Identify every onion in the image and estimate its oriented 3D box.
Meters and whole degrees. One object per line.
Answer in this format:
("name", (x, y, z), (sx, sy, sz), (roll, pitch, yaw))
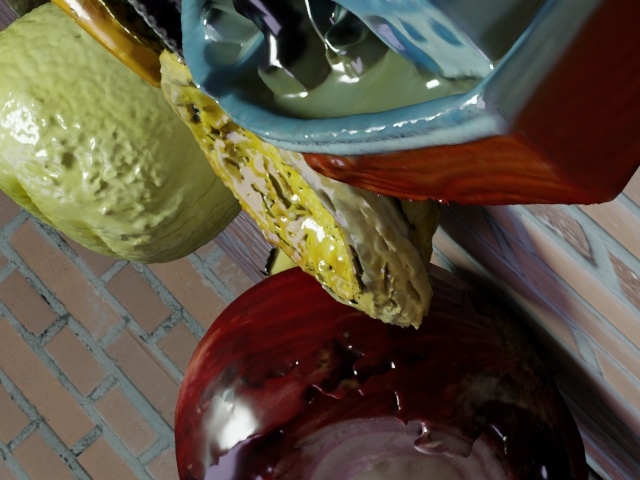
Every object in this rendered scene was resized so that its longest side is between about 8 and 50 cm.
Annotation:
("onion", (0.046, 0.158, 1.542), (0.341, 0.341, 0.341), (47, 174, 6))

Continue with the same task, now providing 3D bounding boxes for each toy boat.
("toy boat", (0.018, -0.101, 0.698), (0.133, 0.145, 0.332), (38, 173, -18))

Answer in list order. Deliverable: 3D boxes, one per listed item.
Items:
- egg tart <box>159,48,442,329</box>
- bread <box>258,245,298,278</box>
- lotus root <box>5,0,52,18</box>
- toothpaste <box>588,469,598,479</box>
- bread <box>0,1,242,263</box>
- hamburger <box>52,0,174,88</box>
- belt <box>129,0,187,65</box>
("egg tart", (0.002, -0.059, 1.358), (0.291, 0.107, 0.291), (49, 170, 12))
("bread", (0.000, 0.000, 1.788), (0.152, 0.127, 0.147), (64, -176, 32))
("lotus root", (-0.323, -0.315, 2.082), (0.183, 0.078, 0.203), (52, -171, -10))
("toothpaste", (0.218, 0.218, 1.813), (0.323, 0.066, 0.100), (40, 172, 23))
("bread", (-0.222, -0.107, 1.976), (0.320, 0.237, 0.320), (47, 178, 2))
("hamburger", (-0.148, -0.194, 1.554), (0.189, 0.093, 0.164), (41, 179, 14))
("belt", (-0.156, -0.261, 1.210), (0.359, 0.094, 0.126), (50, 178, -6))
